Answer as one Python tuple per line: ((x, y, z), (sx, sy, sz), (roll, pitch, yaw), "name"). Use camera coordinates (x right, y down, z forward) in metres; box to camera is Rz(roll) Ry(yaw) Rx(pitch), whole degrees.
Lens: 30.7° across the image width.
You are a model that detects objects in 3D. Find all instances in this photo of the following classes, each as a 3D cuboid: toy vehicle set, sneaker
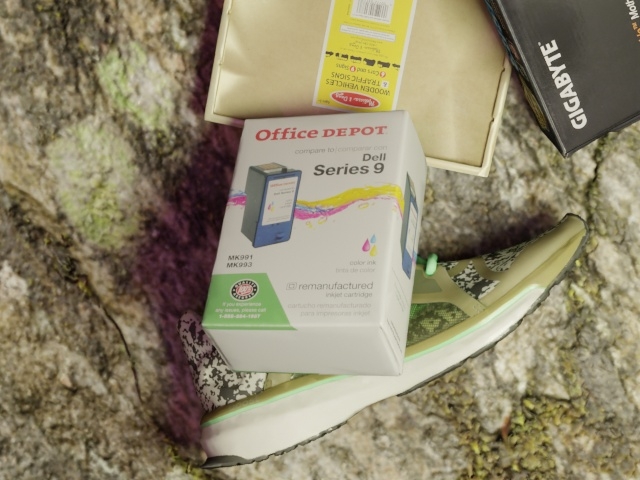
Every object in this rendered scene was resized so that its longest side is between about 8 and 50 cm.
((0.039, -0.165, 1.059), (0.267, 0.035, 0.166), (12, 100, -1), "toy vehicle set")
((0.043, 0.052, 1.053), (0.410, 0.158, 0.182), (-27, 85, 1), "sneaker")

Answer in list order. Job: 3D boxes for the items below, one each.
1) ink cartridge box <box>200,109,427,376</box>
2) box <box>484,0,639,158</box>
((0.000, 0.000, 0.991), (0.154, 0.093, 0.212), (-1, 56, 17), "ink cartridge box")
((0.273, -0.258, 0.965), (0.293, 0.073, 0.295), (-29, 123, 2), "box")
